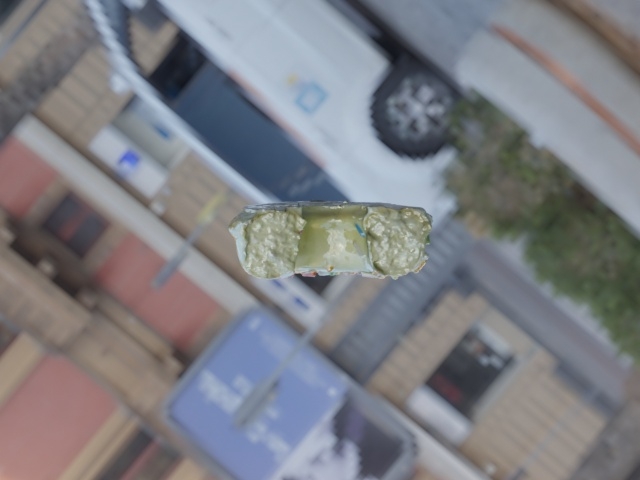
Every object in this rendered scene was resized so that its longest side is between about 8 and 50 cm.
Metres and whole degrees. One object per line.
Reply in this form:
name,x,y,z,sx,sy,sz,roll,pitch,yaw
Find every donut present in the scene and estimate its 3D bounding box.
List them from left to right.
donut,0.002,0.000,1.625,0.166,0.065,0.108,-2,-177,-15
